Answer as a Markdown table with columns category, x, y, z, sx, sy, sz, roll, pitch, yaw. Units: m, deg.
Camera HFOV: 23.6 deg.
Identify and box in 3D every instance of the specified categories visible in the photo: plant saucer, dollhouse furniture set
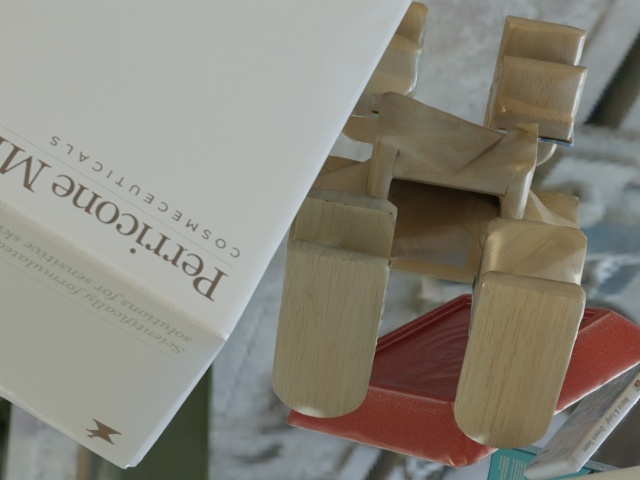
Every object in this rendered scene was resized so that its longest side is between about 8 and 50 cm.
| category | x | y | z | sx | sy | sz | roll | pitch | yaw |
| --- | --- | --- | --- | --- | --- | --- | --- | --- | --- |
| plant saucer | 0.132 | 0.113 | 1.401 | 0.258 | 0.048 | 0.259 | -25 | -162 | -33 |
| dollhouse furniture set | 0.000 | 0.000 | 1.201 | 0.394 | 0.362 | 0.257 | 10 | 128 | 2 |

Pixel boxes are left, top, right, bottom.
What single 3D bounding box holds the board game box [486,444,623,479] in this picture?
| category | x | y | z | sx | sy | sz | roll | pitch | yaw |
| --- | --- | --- | --- | --- | --- | --- | --- | --- | --- |
| board game box | 0.311 | 0.369 | 1.590 | 0.336 | 0.254 | 0.079 | 10 | 179 | 42 |

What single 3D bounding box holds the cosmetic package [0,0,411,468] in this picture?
| category | x | y | z | sx | sy | sz | roll | pitch | yaw |
| --- | --- | --- | --- | --- | --- | --- | --- | --- | --- |
| cosmetic package | -0.070 | -0.109 | 0.704 | 0.197 | 0.366 | 0.155 | 30 | 145 | -6 |

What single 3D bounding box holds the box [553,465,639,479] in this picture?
| category | x | y | z | sx | sy | sz | roll | pitch | yaw |
| --- | --- | --- | --- | --- | --- | --- | --- | --- | --- |
| box | 0.220 | 0.260 | 1.168 | 0.180 | 0.119 | 0.182 | -11 | 150 | 4 |

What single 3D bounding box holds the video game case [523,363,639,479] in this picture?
| category | x | y | z | sx | sy | sz | roll | pitch | yaw |
| --- | --- | --- | --- | --- | --- | --- | --- | --- | --- |
| video game case | 0.258 | 0.165 | 1.435 | 0.019 | 0.143 | 0.157 | 42 | 167 | 4 |
